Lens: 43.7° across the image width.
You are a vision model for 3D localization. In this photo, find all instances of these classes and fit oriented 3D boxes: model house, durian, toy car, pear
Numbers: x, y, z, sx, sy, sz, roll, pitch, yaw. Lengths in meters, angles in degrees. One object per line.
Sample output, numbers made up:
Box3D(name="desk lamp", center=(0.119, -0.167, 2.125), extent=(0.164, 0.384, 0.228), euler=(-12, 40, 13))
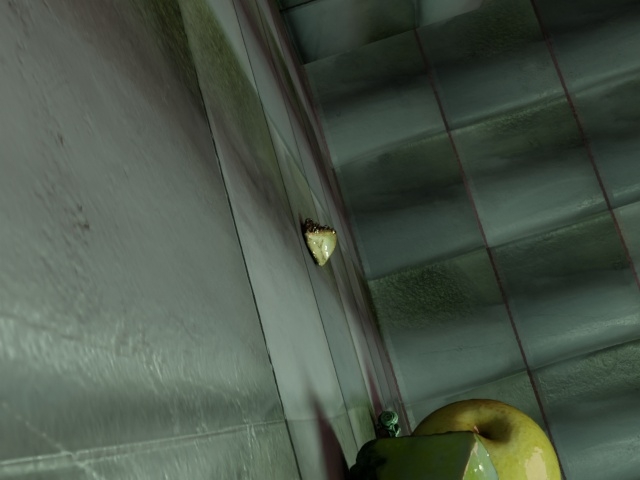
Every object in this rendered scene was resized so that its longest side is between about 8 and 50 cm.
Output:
Box3D(name="model house", center=(0.110, 0.356, 0.883), extent=(0.194, 0.170, 0.211), euler=(65, 33, -22))
Box3D(name="durian", center=(-0.010, 0.000, 1.345), extent=(0.066, 0.052, 0.130), euler=(-65, 158, -15))
Box3D(name="toy car", center=(0.142, 0.401, 1.531), extent=(0.073, 0.054, 0.143), euler=(70, 1, -53))
Box3D(name="pear", center=(0.326, 0.507, 1.657), extent=(0.348, 0.348, 0.348), euler=(-17, 90, -86))
